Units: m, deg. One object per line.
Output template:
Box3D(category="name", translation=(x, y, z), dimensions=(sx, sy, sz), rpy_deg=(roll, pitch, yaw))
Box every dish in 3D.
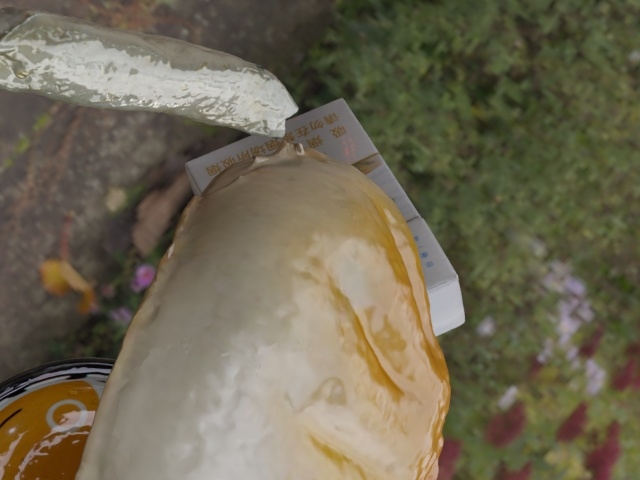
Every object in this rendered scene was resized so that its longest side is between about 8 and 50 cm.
Box3D(category="dish", translation=(-0.202, 0.231, 1.399), dimensions=(0.303, 0.303, 0.120), rpy_deg=(-45, -169, -6))

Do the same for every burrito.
Box3D(category="burrito", translation=(-0.131, -0.116, 1.097), dimensions=(0.275, 0.082, 0.059), rpy_deg=(9, 110, -35))

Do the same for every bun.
Box3D(category="bun", translation=(-0.016, 0.101, 0.859), dimensions=(0.299, 0.164, 0.299), rpy_deg=(18, 90, -86))

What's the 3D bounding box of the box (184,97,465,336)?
Box3D(category="box", translation=(0.000, 0.001, 1.290), dimensions=(0.149, 0.233, 0.067), rpy_deg=(-25, 138, -5))
